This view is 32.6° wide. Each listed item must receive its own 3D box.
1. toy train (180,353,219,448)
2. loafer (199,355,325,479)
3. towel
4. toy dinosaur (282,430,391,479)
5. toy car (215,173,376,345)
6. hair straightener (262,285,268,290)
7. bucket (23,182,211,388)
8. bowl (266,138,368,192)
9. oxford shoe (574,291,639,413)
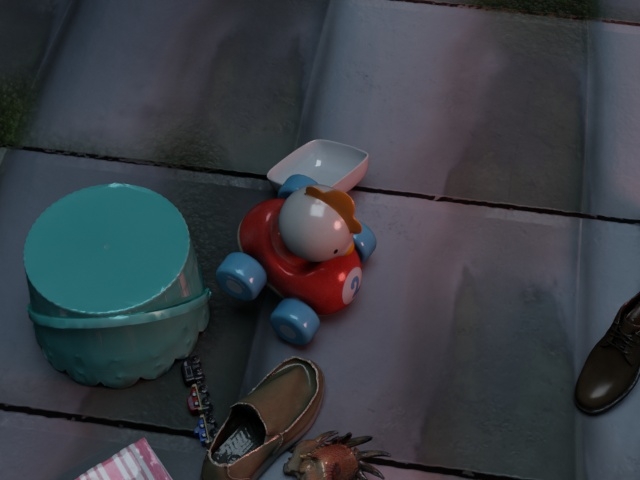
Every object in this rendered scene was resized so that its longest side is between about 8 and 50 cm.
[{"bbox_3d":[-0.178,0.236,1.602,0.036,0.027,0.158,-15,53,-7],"label":"toy train"},{"bbox_3d":[-0.077,0.255,1.548,0.094,0.087,0.251,26,57,19],"label":"loafer"},{"bbox_3d":[-0.291,0.371,1.497,0.197,0.029,0.144,-29,57,-20],"label":"towel"},{"bbox_3d":[0.067,0.361,1.452,0.296,0.127,0.200,27,50,12],"label":"toy dinosaur"},{"bbox_3d":[0.000,0.000,1.621,0.210,0.238,0.219,41,59,-6],"label":"toy car"},{"bbox_3d":[-0.042,-0.013,1.781,0.089,0.047,0.230,37,60,24],"label":"hair straightener"},{"bbox_3d":[-0.307,0.063,1.637,0.281,0.183,0.281,0,52,0],"label":"bucket"},{"bbox_3d":[0.000,-0.107,1.831,0.142,0.053,0.142,21,49,40],"label":"bowl"},{"bbox_3d":[0.438,0.149,1.597,0.083,0.096,0.227,32,85,34],"label":"oxford shoe"}]
